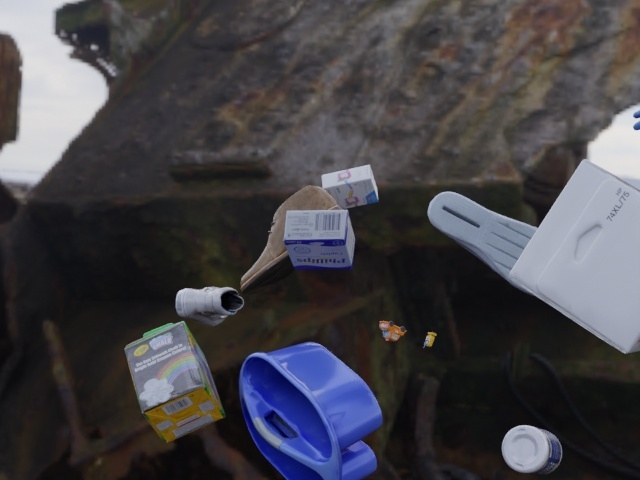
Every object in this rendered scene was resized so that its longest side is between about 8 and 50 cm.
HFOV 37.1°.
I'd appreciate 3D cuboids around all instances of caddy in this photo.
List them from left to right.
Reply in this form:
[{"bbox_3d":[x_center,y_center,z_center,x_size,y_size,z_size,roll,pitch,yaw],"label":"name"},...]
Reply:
[{"bbox_3d":[-0.037,0.348,1.846,0.179,0.241,0.341,-16,33,-33],"label":"caddy"}]

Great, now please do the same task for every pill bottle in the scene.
[{"bbox_3d":[0.439,0.430,1.946,0.094,0.094,0.169,5,-11,30],"label":"pill bottle"}]

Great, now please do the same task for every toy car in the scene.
[{"bbox_3d":[0.177,0.199,2.001,0.122,0.040,0.060,7,-19,44],"label":"toy car"}]

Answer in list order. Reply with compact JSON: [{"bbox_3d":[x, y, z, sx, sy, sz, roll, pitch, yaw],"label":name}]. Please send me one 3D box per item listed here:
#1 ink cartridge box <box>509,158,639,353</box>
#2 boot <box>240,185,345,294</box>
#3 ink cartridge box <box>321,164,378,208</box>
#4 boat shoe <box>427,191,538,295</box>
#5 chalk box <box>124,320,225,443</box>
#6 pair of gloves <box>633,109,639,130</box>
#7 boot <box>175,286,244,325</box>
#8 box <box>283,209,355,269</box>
[{"bbox_3d":[0.437,0.028,1.385,0.197,0.198,0.270,36,13,25],"label":"ink cartridge box"},{"bbox_3d":[-0.083,0.000,2.192,0.115,0.305,0.112,49,8,18],"label":"boot"},{"bbox_3d":[0.071,-0.126,2.316,0.122,0.052,0.088,-11,-42,10],"label":"ink cartridge box"},{"bbox_3d":[0.334,0.005,1.735,0.302,0.109,0.094,36,5,22],"label":"boat shoe"},{"bbox_3d":[-0.290,0.259,1.863,0.132,0.132,0.213,-23,49,-2],"label":"chalk box"},{"bbox_3d":[0.578,-0.161,1.462,0.159,0.198,0.023,-22,-18,7],"label":"pair of gloves"},{"bbox_3d":[-0.240,0.159,2.294,0.123,0.095,0.258,-2,-5,17],"label":"boot"},{"bbox_3d":[0.000,0.000,1.940,0.126,0.072,0.137,-1,-27,10],"label":"box"}]
